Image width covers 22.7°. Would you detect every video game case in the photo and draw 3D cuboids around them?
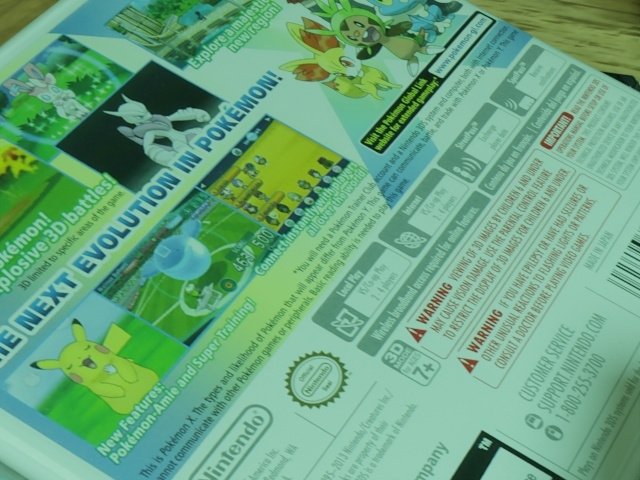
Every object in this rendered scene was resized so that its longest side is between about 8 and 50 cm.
[{"bbox_3d":[0.000,0.000,0.618,0.300,0.036,0.329,30,47,11],"label":"video game case"}]

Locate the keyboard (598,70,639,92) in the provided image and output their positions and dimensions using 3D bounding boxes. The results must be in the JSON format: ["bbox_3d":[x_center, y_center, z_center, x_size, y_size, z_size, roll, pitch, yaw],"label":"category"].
[{"bbox_3d":[0.010,0.001,0.715,0.202,0.033,0.317,12,39,25],"label":"keyboard"}]
